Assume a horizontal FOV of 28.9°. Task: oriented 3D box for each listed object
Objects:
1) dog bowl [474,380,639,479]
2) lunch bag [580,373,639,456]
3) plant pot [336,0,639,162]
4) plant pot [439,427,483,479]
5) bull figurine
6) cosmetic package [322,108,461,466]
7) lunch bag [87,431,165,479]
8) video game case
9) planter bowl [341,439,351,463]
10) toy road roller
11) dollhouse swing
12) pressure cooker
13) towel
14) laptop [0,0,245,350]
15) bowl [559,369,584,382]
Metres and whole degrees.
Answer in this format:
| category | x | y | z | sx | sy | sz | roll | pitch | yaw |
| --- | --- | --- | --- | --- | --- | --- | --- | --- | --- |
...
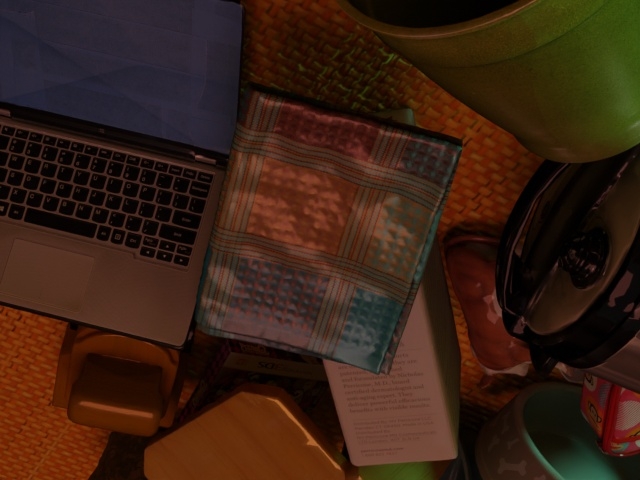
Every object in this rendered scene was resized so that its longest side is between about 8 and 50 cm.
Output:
| category | x | y | z | sx | sy | sz | roll | pitch | yaw |
| --- | --- | --- | --- | --- | --- | --- | --- | --- | --- |
| dog bowl | 0.423 | 0.363 | 1.972 | 0.349 | 0.348 | 0.102 | 19 | 119 | -14 |
| lunch bag | 0.547 | 0.218 | 1.912 | 0.293 | 0.120 | 0.258 | -14 | 133 | -13 |
| plant pot | 0.249 | -0.271 | 1.376 | 0.366 | 0.366 | 0.353 | -21 | 140 | 23 |
| plant pot | 0.345 | 0.491 | 2.120 | 0.334 | 0.341 | 0.341 | 8 | 135 | -14 |
| bull figurine | 0.286 | 0.117 | 1.869 | 0.188 | 0.101 | 0.310 | 2 | 135 | 36 |
| cosmetic package | 0.084 | 0.072 | 1.729 | 0.162 | 0.230 | 0.453 | -6 | 123 | 12 |
| lunch bag | -0.235 | 0.470 | 2.205 | 0.235 | 0.169 | 0.287 | -8 | 134 | 41 |
| video game case | -0.109 | 0.265 | 2.045 | 0.210 | 0.042 | 0.232 | 13 | 124 | -31 |
| planter bowl | 0.117 | 0.330 | 2.111 | 0.162 | 0.109 | 0.162 | 2 | 135 | 2 |
| toy road roller | -0.318 | 0.226 | 1.950 | 0.203 | 0.240 | 0.329 | 12 | 134 | -7 |
| dollhouse swing | -0.048 | 0.347 | 1.976 | 0.347 | 0.315 | 0.305 | -34 | 90 | 30 |
| pressure cooker | 0.446 | 0.015 | 1.583 | 0.420 | 0.369 | 0.375 | 21 | 166 | -12 |
| towel | 0.000 | 0.000 | 1.528 | 0.271 | 0.040 | 0.370 | 14 | 126 | -2 |
| laptop | -0.317 | -0.115 | 1.587 | 0.382 | 0.408 | 0.236 | 14 | 168 | 7 |
| bowl | 0.436 | 0.157 | 1.955 | 0.142 | 0.053 | 0.142 | -14 | 132 | 16 |
